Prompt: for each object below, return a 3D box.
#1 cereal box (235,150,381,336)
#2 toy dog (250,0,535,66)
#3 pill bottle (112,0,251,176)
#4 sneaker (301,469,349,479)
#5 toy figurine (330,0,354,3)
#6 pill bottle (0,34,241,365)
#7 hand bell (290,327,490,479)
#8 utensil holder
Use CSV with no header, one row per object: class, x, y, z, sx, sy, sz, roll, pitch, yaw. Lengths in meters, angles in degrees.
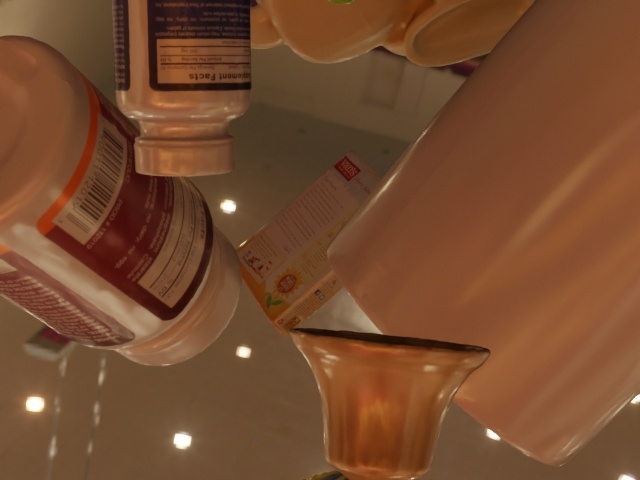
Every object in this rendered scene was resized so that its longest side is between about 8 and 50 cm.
cereal box,0.000,0.000,1.552,0.047,0.240,0.173,48,-177,-40
toy dog,0.054,-0.390,1.326,0.284,0.395,0.408,42,-152,-35
pill bottle,-0.067,-0.093,0.542,0.067,0.120,0.067,0,-171,0
sneaker,0.028,0.276,1.182,0.091,0.126,0.240,60,-168,5
toy figurine,0.058,-0.251,0.742,0.130,0.173,0.159,-19,-163,-41
pill bottle,-0.248,-0.019,1.172,0.224,0.224,0.392,32,170,33
hand bell,0.032,0.181,0.695,0.126,0.242,0.126,6,179,0
utensil holder,0.243,-0.033,1.021,0.327,0.385,0.327,39,-170,-8
